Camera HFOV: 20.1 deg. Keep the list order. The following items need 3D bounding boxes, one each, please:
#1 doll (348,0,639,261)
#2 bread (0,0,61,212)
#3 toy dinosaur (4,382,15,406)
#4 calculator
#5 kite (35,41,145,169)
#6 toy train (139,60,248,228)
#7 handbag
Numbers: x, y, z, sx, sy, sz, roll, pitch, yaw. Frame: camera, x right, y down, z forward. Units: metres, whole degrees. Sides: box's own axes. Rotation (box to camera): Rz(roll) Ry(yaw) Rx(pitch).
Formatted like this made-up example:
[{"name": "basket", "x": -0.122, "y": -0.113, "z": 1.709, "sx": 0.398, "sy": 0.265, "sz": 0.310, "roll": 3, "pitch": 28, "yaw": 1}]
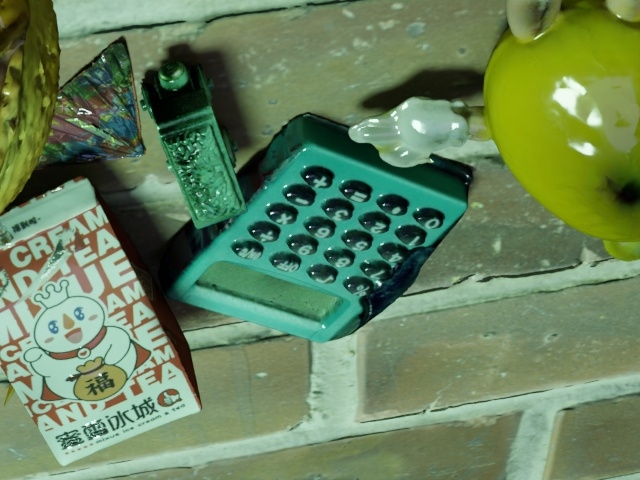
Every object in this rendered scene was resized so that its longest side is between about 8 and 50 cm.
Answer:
[{"name": "doll", "x": 0.226, "y": -0.153, "z": 1.643, "sx": 0.348, "sy": 0.161, "sz": 0.423, "roll": 11, "pitch": 136, "yaw": -12}, {"name": "bread", "x": -0.366, "y": -0.128, "z": 1.295, "sx": 0.398, "sy": 0.398, "sz": 0.215, "roll": -27, "pitch": -175, "yaw": 15}, {"name": "toy dinosaur", "x": -0.303, "y": 0.138, "z": 1.923, "sx": 0.041, "sy": 0.026, "sz": 0.113, "roll": 14, "pitch": 125, "yaw": -24}, {"name": "calculator", "x": 0.000, "y": 0.000, "z": 1.829, "sx": 0.248, "sy": 0.058, "sz": 0.274, "roll": 19, "pitch": 131, "yaw": -37}, {"name": "kite", "x": -0.238, "y": -0.104, "z": 1.652, "sx": 0.189, "sy": 0.009, "sz": 0.232, "roll": 24, "pitch": 128, "yaw": -40}, {"name": "toy train", "x": -0.113, "y": -0.086, "z": 1.644, "sx": 0.070, "sy": 0.099, "sz": 0.172, "roll": -18, "pitch": 143, "yaw": 0}, {"name": "handbag", "x": -0.242, "y": 0.061, "z": 1.764, "sx": 0.171, "sy": 0.151, "sz": 0.298, "roll": -22, "pitch": 133, "yaw": -2}]
